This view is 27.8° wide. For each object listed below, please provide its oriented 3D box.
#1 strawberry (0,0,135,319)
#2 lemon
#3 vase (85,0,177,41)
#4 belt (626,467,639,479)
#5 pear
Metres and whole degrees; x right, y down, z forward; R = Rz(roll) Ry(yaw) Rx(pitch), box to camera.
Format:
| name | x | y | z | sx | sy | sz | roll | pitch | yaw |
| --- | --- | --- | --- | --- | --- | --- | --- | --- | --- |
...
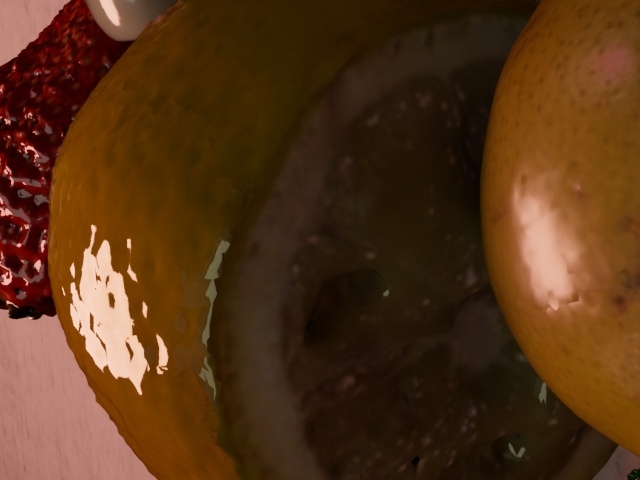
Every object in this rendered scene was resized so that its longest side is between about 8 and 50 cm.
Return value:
| name | x | y | z | sx | sy | sz | roll | pitch | yaw |
| --- | --- | --- | --- | --- | --- | --- | --- | --- | --- |
| strawberry | -0.218 | -0.074 | 1.109 | 0.261 | 0.261 | 0.258 | 7 | 124 | 52 |
| lemon | 0.000 | 0.000 | 0.764 | 0.364 | 0.364 | 0.364 | 33 | 136 | 39 |
| vase | -0.131 | -0.276 | 0.953 | 0.128 | 0.128 | 0.248 | 3 | 106 | 53 |
| belt | 0.217 | 0.220 | 0.839 | 0.121 | 0.079 | 0.151 | 44 | 142 | 28 |
| pear | 0.203 | -0.038 | 0.488 | 0.285 | 0.285 | 0.336 | 54 | 163 | 14 |
